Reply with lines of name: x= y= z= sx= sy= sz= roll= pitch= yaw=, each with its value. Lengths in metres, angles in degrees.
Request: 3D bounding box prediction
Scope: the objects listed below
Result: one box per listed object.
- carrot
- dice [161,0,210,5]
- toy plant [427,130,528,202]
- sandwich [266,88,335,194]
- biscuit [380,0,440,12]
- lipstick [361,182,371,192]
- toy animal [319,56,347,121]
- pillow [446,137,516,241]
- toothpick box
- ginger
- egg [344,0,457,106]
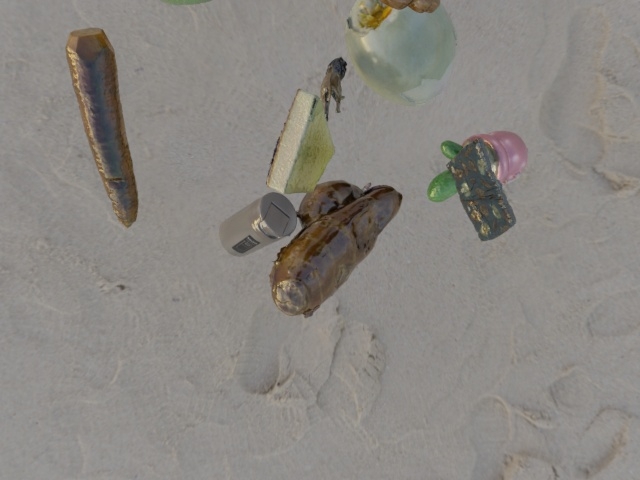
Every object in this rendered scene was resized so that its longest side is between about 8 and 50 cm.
carrot: x=-0.324 y=-0.157 z=0.813 sx=0.066 sy=0.066 sz=0.314 roll=2 pitch=123 yaw=4
dice: x=-0.325 y=-0.797 z=1.278 sx=0.330 sy=0.318 sz=0.322 roll=11 pitch=64 yaw=31
toy plant: x=0.561 y=-0.280 z=1.840 sx=0.356 sy=0.317 sz=0.210 roll=-13 pitch=71 yaw=-28
sandwich: x=-0.020 y=-0.187 z=1.039 sx=0.058 sy=0.162 sz=0.192 roll=27 pitch=108 yaw=23
biscuit: x=0.119 y=-0.548 z=1.065 sx=0.295 sy=0.044 sz=0.185 roll=10 pitch=61 yaw=-26
lipstick: x=0.133 y=-0.149 z=1.597 sx=0.025 sy=0.107 sz=0.025 roll=45 pitch=64 yaw=4
toy animal: x=0.027 y=-0.372 z=1.339 sx=0.069 sy=0.086 sz=0.219 roll=5 pitch=57 yaw=3
pillow: x=0.428 y=-0.128 z=1.419 sx=0.034 sy=0.189 sz=0.255 roll=-19 pitch=80 yaw=-17
toothpick box: x=-0.151 y=-0.036 z=1.268 sx=0.181 sy=0.111 sz=0.111 roll=-24 pitch=97 yaw=44
ginger: x=0.000 y=0.000 z=1.283 sx=0.254 sy=0.176 sz=0.418 roll=19 pitch=60 yaw=36
egg: x=0.232 y=-0.520 z=1.442 sx=0.278 sy=0.278 sz=0.336 roll=-46 pitch=127 yaw=8
